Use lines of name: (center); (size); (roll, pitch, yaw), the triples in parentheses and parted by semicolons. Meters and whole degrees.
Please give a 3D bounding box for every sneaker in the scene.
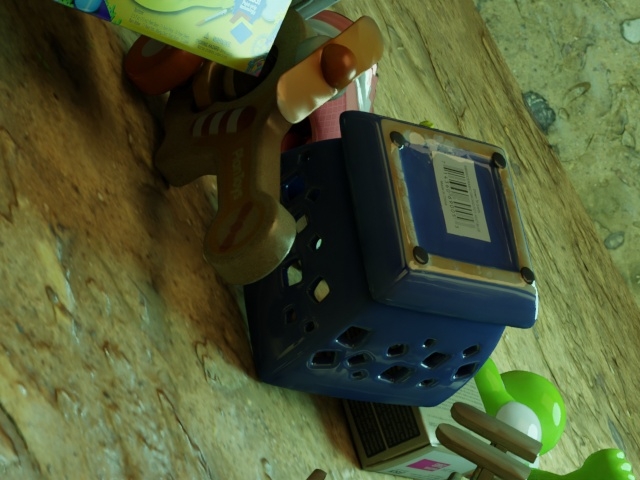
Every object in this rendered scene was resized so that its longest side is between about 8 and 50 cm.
sneaker: (0.007, -0.095, 1.915); (0.136, 0.116, 0.314); (-45, 131, -31)

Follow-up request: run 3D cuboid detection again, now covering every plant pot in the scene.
plant pot: (0.072, 0.011, 1.707); (0.236, 0.212, 0.236); (12, 56, -35)

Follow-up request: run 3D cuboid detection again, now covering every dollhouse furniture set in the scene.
dollhouse furniture set: (0.065, 0.261, 1.541); (0.161, 0.212, 0.242); (28, 15, 9)

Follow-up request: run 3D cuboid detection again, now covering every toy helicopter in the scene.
toy helicopter: (-0.052, -0.099, 1.611); (0.140, 0.235, 0.355); (51, 23, -36)

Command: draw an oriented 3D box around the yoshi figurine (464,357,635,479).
yoshi figurine: (0.267, 0.296, 2.078); (0.203, 0.203, 0.362); (58, 8, -75)

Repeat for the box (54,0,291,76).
box: (-0.140, -0.322, 1.467); (0.177, 0.279, 0.290); (28, 8, 33)

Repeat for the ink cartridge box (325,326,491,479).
ink cartridge box: (0.097, 0.160, 1.917); (0.234, 0.088, 0.193); (26, 43, -63)

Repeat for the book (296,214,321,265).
book: (0.000, 0.000, 1.960); (0.144, 0.035, 0.096); (27, 43, -66)

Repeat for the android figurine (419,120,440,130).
android figurine: (0.133, -0.017, 2.018); (0.056, 0.248, 0.273); (-34, 120, -36)

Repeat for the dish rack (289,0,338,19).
dish rack: (-0.113, -0.332, 1.778); (0.285, 0.072, 0.333); (58, -21, -8)
